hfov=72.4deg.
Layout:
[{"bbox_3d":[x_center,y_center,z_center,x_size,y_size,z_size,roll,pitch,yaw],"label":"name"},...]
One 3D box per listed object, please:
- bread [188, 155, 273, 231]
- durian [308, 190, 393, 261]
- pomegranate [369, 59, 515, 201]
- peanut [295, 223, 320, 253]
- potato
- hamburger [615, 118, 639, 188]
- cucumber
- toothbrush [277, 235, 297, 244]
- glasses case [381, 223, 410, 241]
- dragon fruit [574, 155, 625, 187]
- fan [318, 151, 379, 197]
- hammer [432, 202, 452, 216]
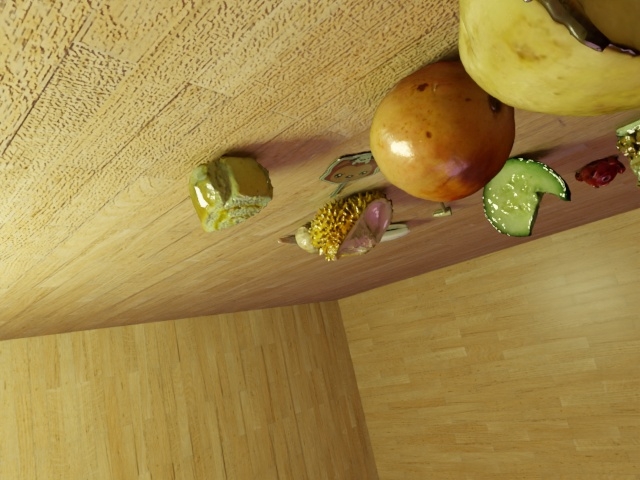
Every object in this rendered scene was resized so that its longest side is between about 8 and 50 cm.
[{"bbox_3d":[-0.169,-0.077,0.715,0.156,0.103,0.110,-25,169,22],"label":"bread"},{"bbox_3d":[0.073,-0.043,1.058,0.137,0.183,0.249,23,-165,36],"label":"durian"},{"bbox_3d":[0.160,-0.147,0.594,0.191,0.192,0.191,-12,167,-3],"label":"pomegranate"},{"bbox_3d":[0.000,0.000,1.238,0.099,0.100,0.214,-16,165,13],"label":"peanut"},{"bbox_3d":[0.239,-0.205,0.364,0.285,0.243,0.242,-19,168,-4],"label":"potato"},{"bbox_3d":[0.802,-0.207,0.969,0.287,0.168,0.192,-3,166,-34],"label":"hamburger"},{"bbox_3d":[0.491,-0.108,1.072,0.191,0.191,0.130,-22,163,35],"label":"cucumber"},{"bbox_3d":[0.007,0.003,1.394,0.037,0.028,0.375,-18,167,40],"label":"toothbrush"},{"bbox_3d":[0.201,-0.020,1.436,0.197,0.050,0.076,-10,166,-14],"label":"glasses case"},{"bbox_3d":[0.818,-0.192,1.278,0.112,0.068,0.126,-5,164,-29],"label":"dragon fruit"},{"bbox_3d":[0.057,-0.132,0.915,0.131,0.009,0.220,-7,166,-21],"label":"fan"},{"bbox_3d":[0.355,-0.104,1.310,0.060,0.028,0.195,-10,165,19],"label":"hammer"}]
